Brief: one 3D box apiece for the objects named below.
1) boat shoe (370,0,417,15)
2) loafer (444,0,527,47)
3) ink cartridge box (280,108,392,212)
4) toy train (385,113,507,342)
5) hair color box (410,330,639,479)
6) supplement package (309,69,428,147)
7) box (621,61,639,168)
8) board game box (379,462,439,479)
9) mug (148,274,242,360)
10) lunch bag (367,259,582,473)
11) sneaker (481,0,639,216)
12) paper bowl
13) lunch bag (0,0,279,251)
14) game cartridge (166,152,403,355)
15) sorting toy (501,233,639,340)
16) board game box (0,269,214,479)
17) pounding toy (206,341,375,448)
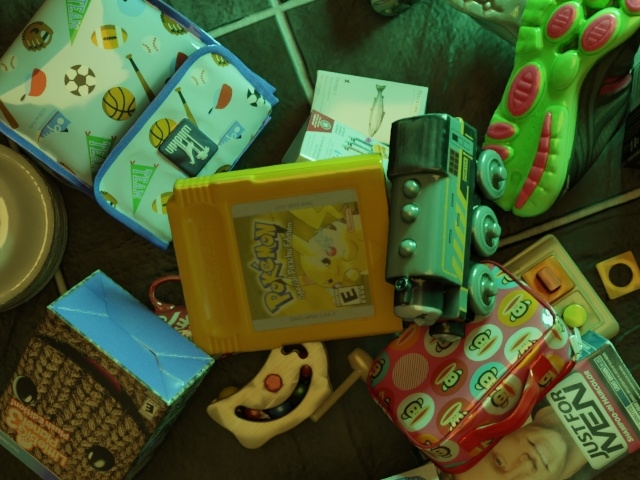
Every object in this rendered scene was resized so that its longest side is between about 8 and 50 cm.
[{"bbox_3d":[0.198,-0.520,1.853,0.355,0.132,0.130,-40,84,-2],"label":"boat shoe"},{"bbox_3d":[0.315,-0.366,1.812,0.319,0.111,0.112,26,112,-25],"label":"loafer"},{"bbox_3d":[0.030,-0.088,1.769,0.176,0.128,0.127,26,130,-10],"label":"ink cartridge box"},{"bbox_3d":[0.171,-0.025,1.659,0.142,0.190,0.333,-4,73,37],"label":"toy train"},{"bbox_3d":[0.333,0.310,1.767,0.347,0.105,0.174,-34,96,1],"label":"hair color box"},{"bbox_3d":[0.076,-0.200,1.845,0.179,0.105,0.105,9,83,4],"label":"supplement package"},{"bbox_3d":[0.591,-0.195,1.778,0.203,0.168,0.167,7,85,5],"label":"box"},{"bbox_3d":[0.061,0.505,1.711,0.318,0.066,0.318,-19,125,2],"label":"board game box"},{"bbox_3d":[-0.197,0.134,1.822,0.169,0.113,0.150,-12,126,-1],"label":"mug"},{"bbox_3d":[0.231,0.191,1.690,0.293,0.258,0.120,-44,126,0],"label":"lunch bag"},{"bbox_3d":[0.394,-0.267,1.749,0.185,0.202,0.482,35,112,25],"label":"sneaker"},{"bbox_3d":[-0.565,-0.023,1.853,0.284,0.148,0.284,0,85,3],"label":"paper bowl"},{"bbox_3d":[-0.304,-0.216,1.816,0.385,0.239,0.328,38,88,-10],"label":"lunch bag"},{"bbox_3d":[-0.051,0.027,1.704,0.324,0.052,0.285,-8,112,2],"label":"game cartridge"},{"bbox_3d":[0.354,0.113,1.828,0.348,0.047,0.196,-34,84,0],"label":"sorting toy"},{"bbox_3d":[-0.341,0.237,1.749,0.232,0.141,0.291,37,122,6],"label":"board game box"},{"bbox_3d":[-0.055,0.214,1.791,0.270,0.155,0.154,-29,88,1],"label":"pounding toy"}]
